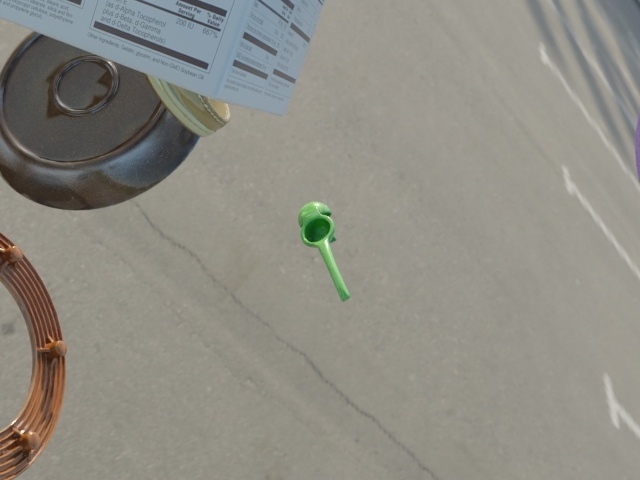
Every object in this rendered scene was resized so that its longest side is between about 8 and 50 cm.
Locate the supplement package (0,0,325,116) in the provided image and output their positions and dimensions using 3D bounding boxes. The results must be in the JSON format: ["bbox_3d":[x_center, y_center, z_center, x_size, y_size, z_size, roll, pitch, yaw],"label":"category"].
[{"bbox_3d":[-0.138,-0.201,0.587,0.262,0.145,0.204,22,9,6],"label":"supplement package"}]

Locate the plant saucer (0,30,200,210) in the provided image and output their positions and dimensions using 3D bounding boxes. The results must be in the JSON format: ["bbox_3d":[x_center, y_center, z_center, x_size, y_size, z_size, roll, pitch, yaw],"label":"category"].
[{"bbox_3d":[-0.293,-0.188,1.100,0.050,0.311,0.310,67,6,-66],"label":"plant saucer"}]

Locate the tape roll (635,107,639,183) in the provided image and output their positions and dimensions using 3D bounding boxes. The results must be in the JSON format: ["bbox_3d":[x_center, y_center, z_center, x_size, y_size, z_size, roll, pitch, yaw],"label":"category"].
[{"bbox_3d":[0.441,-0.116,0.849,0.090,0.275,0.274,7,52,-21],"label":"tape roll"}]

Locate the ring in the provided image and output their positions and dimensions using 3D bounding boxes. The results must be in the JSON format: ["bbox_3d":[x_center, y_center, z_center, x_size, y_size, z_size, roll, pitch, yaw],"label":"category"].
[{"bbox_3d":[-0.408,0.123,1.021,0.336,0.032,0.336,52,28,-44],"label":"ring"}]

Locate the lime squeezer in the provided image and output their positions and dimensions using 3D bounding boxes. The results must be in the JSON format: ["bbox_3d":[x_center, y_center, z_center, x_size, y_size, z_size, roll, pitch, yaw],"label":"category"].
[{"bbox_3d":[0.000,0.000,1.371,0.310,0.059,0.110,-103,-179,-73],"label":"lime squeezer"}]

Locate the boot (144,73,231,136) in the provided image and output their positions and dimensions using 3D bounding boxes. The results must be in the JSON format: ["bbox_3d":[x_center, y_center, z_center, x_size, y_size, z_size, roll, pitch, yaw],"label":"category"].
[{"bbox_3d":[-0.089,-0.236,0.823,0.095,0.203,0.262,-101,168,-54],"label":"boot"}]
